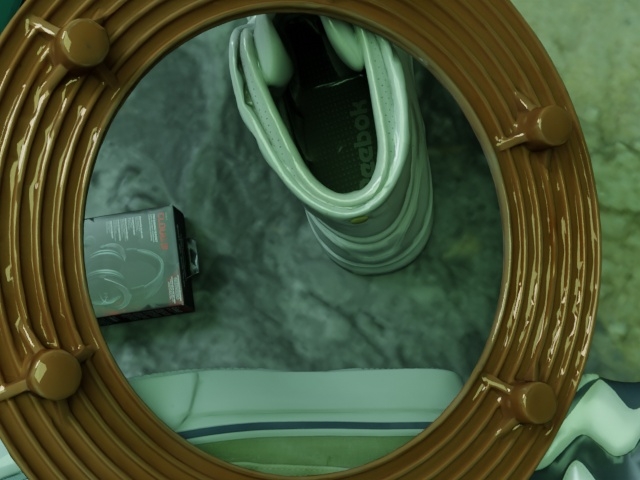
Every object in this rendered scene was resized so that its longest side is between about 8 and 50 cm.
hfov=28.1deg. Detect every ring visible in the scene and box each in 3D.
[{"bbox_3d":[0.000,0.000,0.591,0.336,0.032,0.336,2,86,-25],"label":"ring"}]

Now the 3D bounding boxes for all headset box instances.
[{"bbox_3d":[-0.113,0.016,0.764,0.083,0.032,0.062,-9,78,6],"label":"headset box"}]

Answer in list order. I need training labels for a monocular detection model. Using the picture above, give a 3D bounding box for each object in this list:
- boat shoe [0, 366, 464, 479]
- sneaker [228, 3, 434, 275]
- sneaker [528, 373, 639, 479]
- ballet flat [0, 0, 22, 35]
[{"bbox_3d":[-0.037,0.122,0.633,0.302,0.109,0.094,-2,63,-30],"label":"boat shoe"},{"bbox_3d":[0.000,-0.136,0.712,0.108,0.169,0.292,-17,77,5],"label":"sneaker"},{"bbox_3d":[0.208,0.141,0.674,0.235,0.094,0.153,-7,80,5],"label":"sneaker"},{"bbox_3d":[-0.200,-0.185,0.794,0.074,0.074,0.203,31,88,11],"label":"ballet flat"}]
